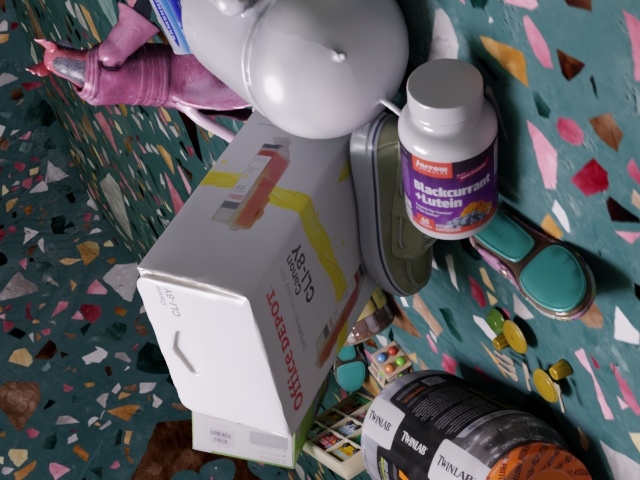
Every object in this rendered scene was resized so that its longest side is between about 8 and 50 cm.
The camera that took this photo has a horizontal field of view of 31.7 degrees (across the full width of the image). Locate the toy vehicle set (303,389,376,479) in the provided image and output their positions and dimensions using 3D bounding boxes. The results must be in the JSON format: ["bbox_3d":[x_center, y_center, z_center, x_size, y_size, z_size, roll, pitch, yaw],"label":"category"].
[{"bbox_3d":[0.063,0.367,2.159,0.035,0.166,0.267,64,163,-13],"label":"toy vehicle set"}]

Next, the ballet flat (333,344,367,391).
[{"bbox_3d":[0.051,0.211,2.139,0.070,0.070,0.188,47,158,36],"label":"ballet flat"}]

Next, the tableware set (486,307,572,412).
[{"bbox_3d":[0.268,0.147,1.445,0.154,0.024,0.104,34,147,58],"label":"tableware set"}]

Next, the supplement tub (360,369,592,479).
[{"bbox_3d":[0.212,0.314,1.562,0.207,0.207,0.338,65,163,-18],"label":"supplement tub"}]

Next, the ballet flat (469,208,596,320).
[{"bbox_3d":[0.244,0.035,1.255,0.079,0.077,0.221,49,178,-36],"label":"ballet flat"}]

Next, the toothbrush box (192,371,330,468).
[{"bbox_3d":[-0.110,0.298,2.212,0.283,0.206,0.122,-64,-21,-57],"label":"toothbrush box"}]

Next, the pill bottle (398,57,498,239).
[{"bbox_3d":[0.141,-0.100,1.237,0.108,0.108,0.193,47,160,37],"label":"pill bottle"}]

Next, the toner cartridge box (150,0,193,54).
[{"bbox_3d":[-0.192,-0.444,1.522,0.075,0.165,0.348,16,133,62],"label":"toner cartridge box"}]

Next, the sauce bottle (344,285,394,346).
[{"bbox_3d":[0.000,0.000,1.826,0.344,0.111,0.111,64,163,-6],"label":"sauce bottle"}]

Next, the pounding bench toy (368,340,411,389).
[{"bbox_3d":[0.128,0.225,1.926,0.083,0.052,0.065,53,162,22],"label":"pounding bench toy"}]

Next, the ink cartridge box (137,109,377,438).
[{"bbox_3d":[-0.046,0.017,1.466,0.160,0.385,0.279,13,139,24],"label":"ink cartridge box"}]

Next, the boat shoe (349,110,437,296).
[{"bbox_3d":[0.109,-0.031,1.456,0.094,0.109,0.302,17,143,31],"label":"boat shoe"}]

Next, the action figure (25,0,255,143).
[{"bbox_3d":[-0.252,-0.236,1.689,0.248,0.370,0.276,127,135,-56],"label":"action figure"}]

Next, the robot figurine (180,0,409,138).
[{"bbox_3d":[-0.031,-0.246,1.330,0.300,0.200,0.353,20,-164,-42],"label":"robot figurine"}]
